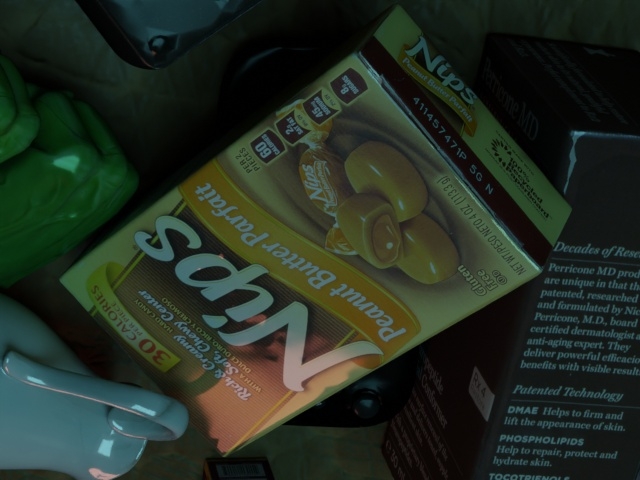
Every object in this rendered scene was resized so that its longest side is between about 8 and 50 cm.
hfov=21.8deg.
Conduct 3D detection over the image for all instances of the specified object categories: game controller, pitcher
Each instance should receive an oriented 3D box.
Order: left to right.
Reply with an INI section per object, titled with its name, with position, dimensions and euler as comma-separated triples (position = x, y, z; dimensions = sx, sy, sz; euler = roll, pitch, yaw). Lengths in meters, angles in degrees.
[pitcher]
position = -0.209, 0.103, 1.169
dimensions = 0.207, 0.125, 0.177
euler = 28, 151, -27
[game controller]
position = 0.000, 0.000, 1.242
dimensions = 0.166, 0.067, 0.319
euler = -1, 116, -13

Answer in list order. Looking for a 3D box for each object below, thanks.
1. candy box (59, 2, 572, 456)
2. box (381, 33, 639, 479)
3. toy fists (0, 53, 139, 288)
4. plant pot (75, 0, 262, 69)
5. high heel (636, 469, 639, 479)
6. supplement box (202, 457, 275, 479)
[candy box]
position = -0.011, 0.003, 1.128
dimensions = 0.316, 0.087, 0.183
euler = -34, 102, 36
[box]
position = 0.167, 0.059, 1.241
dimensions = 0.143, 0.191, 0.381
euler = 6, 115, -16
[toy fists]
position = -0.226, -0.058, 1.087
dimensions = 0.142, 0.096, 0.279
euler = -28, 154, 17
[plant pot]
position = -0.098, -0.216, 1.050
dimensions = 0.188, 0.167, 0.187
euler = -34, 120, 4
[high heel]
position = 0.367, 0.144, 1.410
dimensions = 0.261, 0.093, 0.186
euler = -25, 138, -10
[supplement box]
position = -0.069, 0.223, 1.352
dimensions = 0.055, 0.043, 0.083
euler = -1, 117, -15
